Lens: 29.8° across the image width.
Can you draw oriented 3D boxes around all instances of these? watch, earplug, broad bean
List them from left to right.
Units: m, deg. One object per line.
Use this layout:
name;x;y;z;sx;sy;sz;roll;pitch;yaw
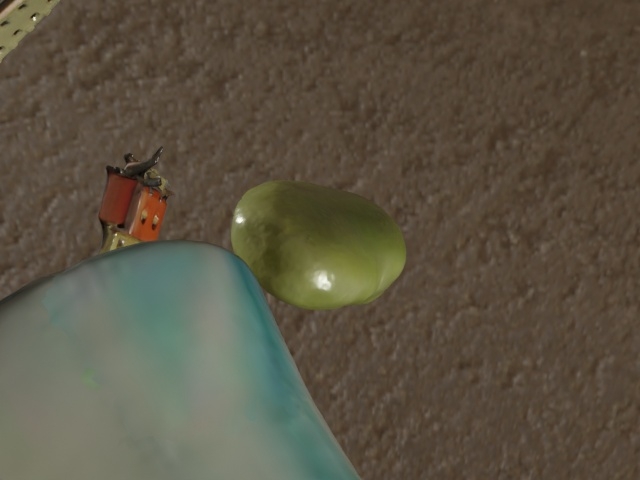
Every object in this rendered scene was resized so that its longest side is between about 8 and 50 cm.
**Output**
watch;-0.162;-0.034;0.667;0.165;0.102;0.268;41;91;13
broad bean;0.000;0.000;0.936;0.124;0.174;0.082;45;106;26
earplug;0.002;0.172;0.377;0.185;0.185;0.324;-32;65;-24
